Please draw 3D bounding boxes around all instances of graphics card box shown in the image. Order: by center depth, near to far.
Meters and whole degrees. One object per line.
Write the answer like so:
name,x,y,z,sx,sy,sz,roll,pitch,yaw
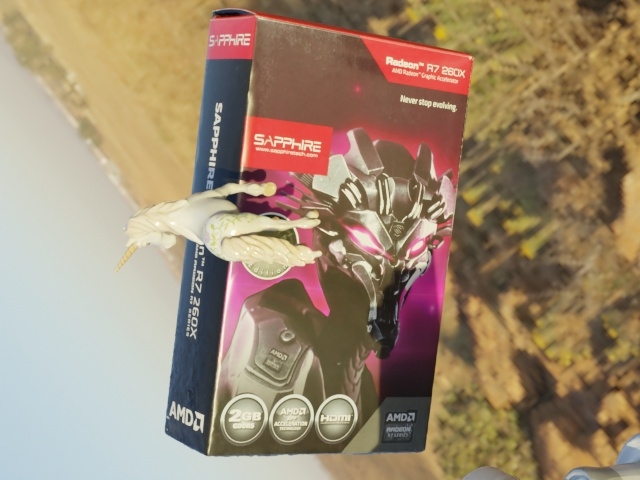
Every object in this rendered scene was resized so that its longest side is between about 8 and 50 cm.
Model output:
graphics card box,0.000,0.000,1.143,0.232,0.371,0.094,6,-176,-33

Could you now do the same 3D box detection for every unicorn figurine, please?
unicorn figurine,-0.073,-0.010,0.939,0.162,0.111,0.060,2,98,62

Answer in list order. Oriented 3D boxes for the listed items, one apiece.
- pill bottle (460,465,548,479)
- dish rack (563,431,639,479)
pill bottle,0.176,0.239,0.959,0.180,0.108,0.108,25,157,44
dish rack,0.151,0.292,0.625,0.333,0.072,0.286,-104,15,-46
